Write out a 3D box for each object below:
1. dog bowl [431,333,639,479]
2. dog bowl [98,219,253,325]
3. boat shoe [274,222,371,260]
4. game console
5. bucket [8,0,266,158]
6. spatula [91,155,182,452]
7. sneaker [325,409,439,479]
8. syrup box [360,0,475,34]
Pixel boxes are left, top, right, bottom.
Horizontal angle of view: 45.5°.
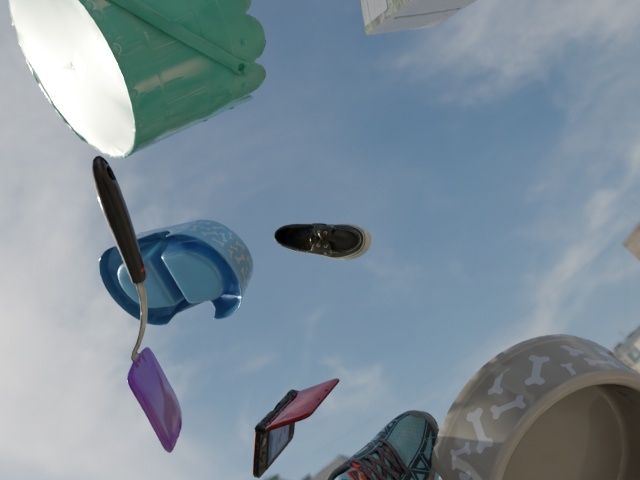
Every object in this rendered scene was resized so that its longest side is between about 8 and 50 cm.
[{"bbox_3d":[0.312,0.299,0.960,0.349,0.102,0.348,-3,-81,-20],"label":"dog bowl"},{"bbox_3d":[-0.238,0.050,1.279,0.165,0.297,0.074,64,-143,-22],"label":"dog bowl"},{"bbox_3d":[0.000,0.000,1.016,0.040,0.142,0.049,8,-96,-53],"label":"boat shoe"},{"bbox_3d":[-0.035,0.279,1.145,0.144,0.085,0.124,-31,-52,-66],"label":"game console"},{"bbox_3d":[-0.222,-0.244,0.907,0.183,0.281,0.281,-38,-25,-31],"label":"bucket"},{"bbox_3d":[-0.180,0.062,0.748,0.030,0.084,0.296,-7,-75,4],"label":"spatula"},{"bbox_3d":[0.065,0.316,0.958,0.262,0.104,0.125,-48,-27,-19],"label":"sneaker"},{"bbox_3d":[0.115,-0.283,0.766,0.096,0.093,0.237,-11,4,-15],"label":"syrup box"}]
